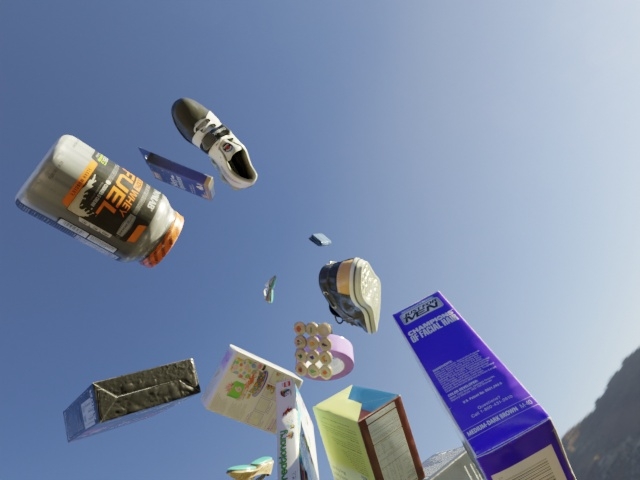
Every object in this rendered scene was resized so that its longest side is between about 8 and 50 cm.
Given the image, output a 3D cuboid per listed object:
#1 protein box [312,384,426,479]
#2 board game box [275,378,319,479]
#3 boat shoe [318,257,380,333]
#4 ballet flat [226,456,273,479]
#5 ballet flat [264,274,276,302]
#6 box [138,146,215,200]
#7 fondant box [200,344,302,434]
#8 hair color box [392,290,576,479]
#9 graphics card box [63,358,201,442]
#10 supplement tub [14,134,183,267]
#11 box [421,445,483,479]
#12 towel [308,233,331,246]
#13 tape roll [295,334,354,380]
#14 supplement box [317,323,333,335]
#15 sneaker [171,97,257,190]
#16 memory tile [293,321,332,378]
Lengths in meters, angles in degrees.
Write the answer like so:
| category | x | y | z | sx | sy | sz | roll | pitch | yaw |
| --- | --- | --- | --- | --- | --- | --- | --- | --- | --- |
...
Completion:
| category | x | y | z | sx | sy | sz | roll | pitch | yaw |
| --- | --- | --- | --- | --- | --- | --- | --- | --- | --- |
| protein box | 0.111 | 0.480 | 1.049 | 0.135 | 0.199 | 0.201 | -17 | -90 | -32 |
| board game box | -0.053 | 0.515 | 1.057 | 0.053 | 0.305 | 0.193 | -17 | -63 | 2 |
| boat shoe | 0.114 | 0.194 | 1.491 | 0.500 | 0.155 | 0.187 | 57 | -142 | -61 |
| ballet flat | -0.221 | 0.747 | 1.401 | 0.206 | 0.073 | 0.067 | 21 | -115 | -53 |
| ballet flat | -0.196 | 0.184 | 1.678 | 0.041 | 0.041 | 0.115 | -2 | -71 | -42 |
| box | -0.424 | -0.192 | 1.291 | 0.136 | 0.225 | 0.037 | 125 | 168 | -74 |
| fondant box | -0.266 | 0.591 | 1.733 | 0.330 | 0.096 | 0.239 | 34 | -101 | -28 |
| hair color box | 0.238 | 0.241 | 0.682 | 0.110 | 0.339 | 0.185 | -29 | -69 | 1 |
| graphics card box | -0.482 | 0.405 | 1.101 | 0.232 | 0.094 | 0.371 | -3 | -25 | -42 |
| supplement tub | -0.494 | -0.077 | 1.013 | 0.316 | 0.193 | 0.194 | 36 | -91 | -30 |
| box | 0.398 | 0.880 | 1.389 | 0.395 | 0.294 | 0.212 | -5 | -28 | -43 |
| towel | 0.000 | 0.000 | 1.788 | 0.029 | 0.067 | 0.119 | -54 | -15 | 13 |
| tape roll | 0.020 | 0.557 | 2.074 | 0.274 | 0.090 | 0.275 | -1 | -45 | -1 |
| supplement box | 0.005 | 0.458 | 2.186 | 0.083 | 0.056 | 0.083 | 13 | -35 | -34 |
| sneaker | -0.303 | -0.298 | 1.324 | 0.122 | 0.146 | 0.331 | -50 | -64 | -20 |
| memory tile | -0.020 | 0.288 | 1.151 | 0.012 | 0.113 | 0.148 | -6 | -86 | -62 |
